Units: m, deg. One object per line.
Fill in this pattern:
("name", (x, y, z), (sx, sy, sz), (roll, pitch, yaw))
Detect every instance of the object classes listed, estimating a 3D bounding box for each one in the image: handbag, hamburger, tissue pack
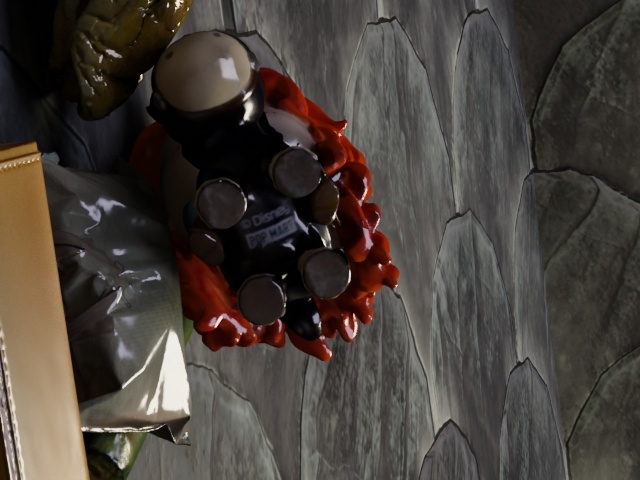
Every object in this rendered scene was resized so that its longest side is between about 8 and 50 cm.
("handbag", (-0.191, 0.048, 1.559), (0.182, 0.117, 0.270), (8, 67, -63))
("hamburger", (-0.168, -0.209, 1.616), (0.183, 0.130, 0.206), (-85, -170, -75))
("tissue pack", (-0.267, 0.082, 1.200), (0.145, 0.194, 0.274), (-30, 114, -70))

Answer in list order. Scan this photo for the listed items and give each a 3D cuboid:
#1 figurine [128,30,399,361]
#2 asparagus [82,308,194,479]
("figurine", (-0.064, -0.043, 1.676), (0.306, 0.241, 0.412), (52, -2, 11))
("asparagus", (-0.170, 0.133, 1.697), (0.067, 0.060, 0.277), (62, 26, -28))
